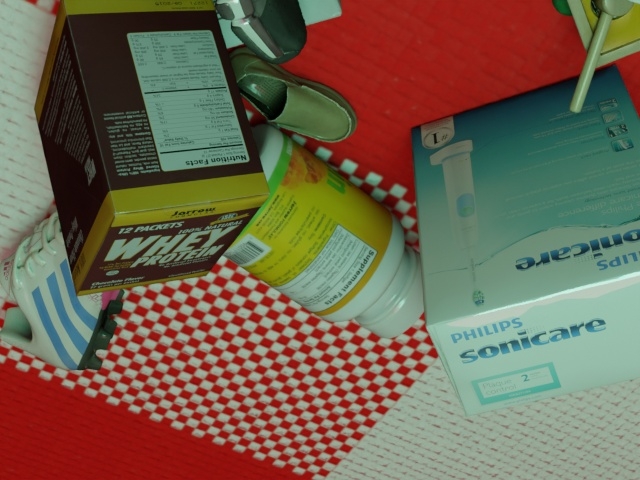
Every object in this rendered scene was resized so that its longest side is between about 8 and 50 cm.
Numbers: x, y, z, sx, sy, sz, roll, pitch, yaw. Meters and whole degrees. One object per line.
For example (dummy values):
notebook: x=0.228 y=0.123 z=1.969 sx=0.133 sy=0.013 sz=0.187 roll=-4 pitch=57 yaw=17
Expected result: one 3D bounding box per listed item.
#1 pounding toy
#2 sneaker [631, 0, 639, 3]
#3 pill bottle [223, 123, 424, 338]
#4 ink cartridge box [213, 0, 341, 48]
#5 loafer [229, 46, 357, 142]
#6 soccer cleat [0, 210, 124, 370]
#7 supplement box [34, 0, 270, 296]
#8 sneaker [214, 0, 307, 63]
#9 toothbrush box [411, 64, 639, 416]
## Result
pounding toy: x=0.260 y=-0.210 z=0.831 sx=0.141 sy=0.100 sz=0.130 roll=-21 pitch=125 yaw=18
sneaker: x=0.201 y=-0.268 z=0.744 sx=0.232 sy=0.115 sz=0.090 roll=37 pitch=101 yaw=-11
pill bottle: x=0.000 y=0.000 z=0.990 sx=0.245 sy=0.136 sz=0.136 roll=34 pitch=122 yaw=-23
ink cartridge box: x=-0.135 y=-0.283 z=0.801 sx=0.239 sy=0.060 sz=0.275 roll=-14 pitch=133 yaw=12
loafer: x=-0.031 y=-0.134 z=0.938 sx=0.148 sy=0.050 sz=0.056 roll=25 pitch=126 yaw=-17
soccer cleat: x=-0.273 y=0.019 z=1.031 sx=0.143 sy=0.116 sz=0.331 roll=19 pitch=127 yaw=-10
supplement box: x=-0.157 y=-0.080 z=0.831 sx=0.129 sy=0.194 sz=0.191 roll=-9 pitch=162 yaw=-27
sneaker: x=-0.029 y=-0.268 z=0.706 sx=0.162 sy=0.106 sz=0.281 roll=-19 pitch=130 yaw=13
toothbrush box: x=0.207 y=-0.009 z=0.873 sx=0.216 sy=0.295 sz=0.126 roll=-16 pitch=126 yaw=14
